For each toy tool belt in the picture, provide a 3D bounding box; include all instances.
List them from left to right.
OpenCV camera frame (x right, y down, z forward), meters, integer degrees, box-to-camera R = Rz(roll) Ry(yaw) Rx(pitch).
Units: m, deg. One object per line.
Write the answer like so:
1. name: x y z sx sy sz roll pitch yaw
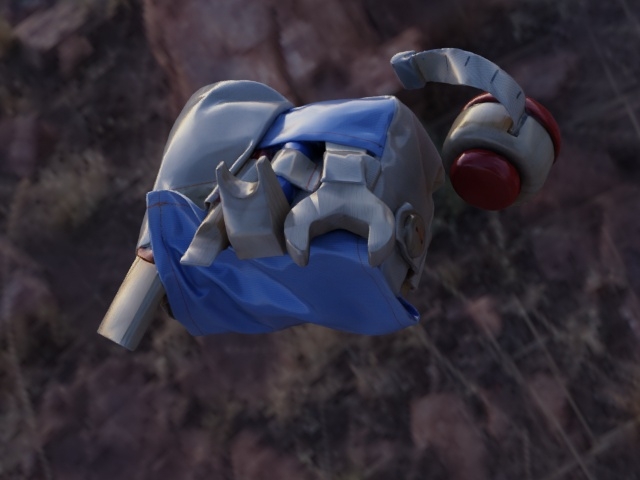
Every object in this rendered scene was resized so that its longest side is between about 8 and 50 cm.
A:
1. toy tool belt: 0.000 0.000 0.338 0.083 0.052 0.051 -5 42 35
